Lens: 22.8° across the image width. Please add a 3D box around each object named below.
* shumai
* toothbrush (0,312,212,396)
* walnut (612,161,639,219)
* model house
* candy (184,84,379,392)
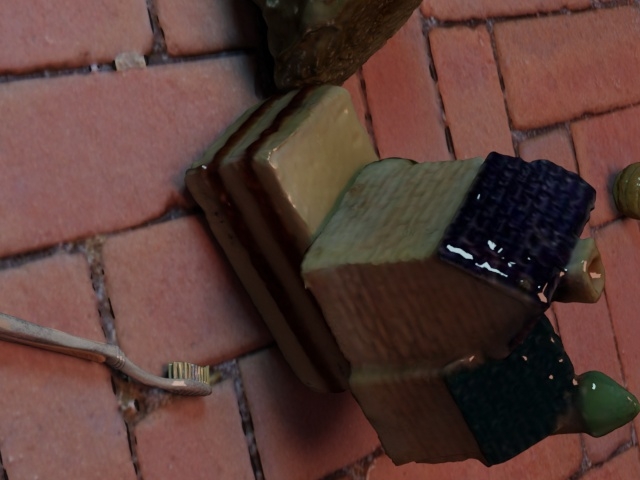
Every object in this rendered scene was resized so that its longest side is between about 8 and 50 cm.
[{"bbox_3d":[-0.012,-0.342,1.783,0.263,0.304,0.309,42,32,8],"label":"shumai"},{"bbox_3d":[-0.230,0.101,1.497,0.375,0.028,0.037,22,60,-48],"label":"toothbrush"},{"bbox_3d":[0.487,-0.075,2.411,0.092,0.092,0.092,15,71,-50],"label":"walnut"},{"bbox_3d":[0.179,0.072,1.621,0.243,0.284,0.298,-54,126,-39],"label":"model house"},{"bbox_3d":[0.000,0.000,1.730,0.179,0.135,0.320,-54,126,-43],"label":"candy"}]
